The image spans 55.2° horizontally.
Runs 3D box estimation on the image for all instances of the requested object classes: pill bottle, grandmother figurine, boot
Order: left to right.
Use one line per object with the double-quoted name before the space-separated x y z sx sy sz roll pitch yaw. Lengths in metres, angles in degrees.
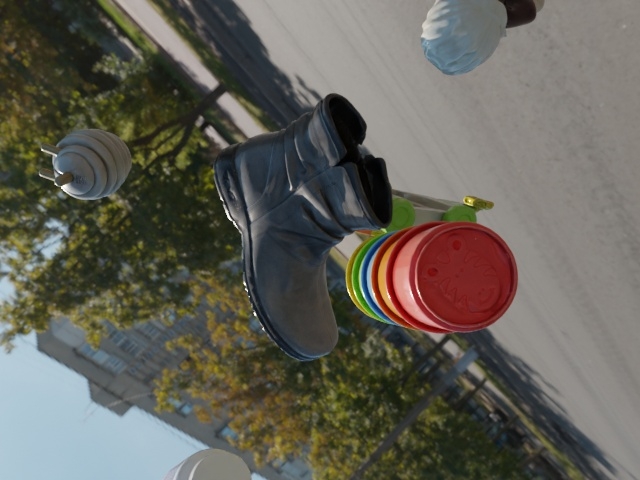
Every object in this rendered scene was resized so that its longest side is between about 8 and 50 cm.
"pill bottle" -0.129 0.281 0.680 0.086 0.086 0.152 45 144 3
"boot" 0.000 0.000 0.803 0.118 0.222 0.338 -36 -73 -51
"grandmother figurine" 0.187 -0.330 0.749 0.207 0.343 0.104 23 146 -7

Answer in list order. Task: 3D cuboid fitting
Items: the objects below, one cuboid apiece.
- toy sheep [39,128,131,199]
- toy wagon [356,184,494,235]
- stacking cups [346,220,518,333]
"toy sheep" -0.270 -0.088 0.712 0.091 0.091 0.132 46 -151 -13
"toy wagon" 0.141 -0.054 1.024 0.344 0.068 0.267 5 -167 -28
"stacking cups" 0.083 0.034 0.496 0.096 0.096 0.316 45 176 -1
